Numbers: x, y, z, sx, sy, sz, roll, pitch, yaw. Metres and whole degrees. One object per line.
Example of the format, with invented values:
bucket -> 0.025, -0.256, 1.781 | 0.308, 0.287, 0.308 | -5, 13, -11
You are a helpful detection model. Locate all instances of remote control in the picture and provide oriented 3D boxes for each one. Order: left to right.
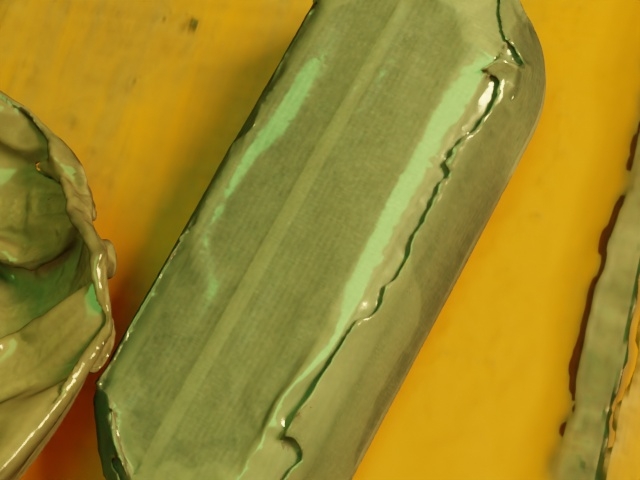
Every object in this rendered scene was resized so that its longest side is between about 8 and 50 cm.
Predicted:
remote control -> 0.000, 0.000, 0.447 | 0.104, 0.052, 0.247 | 24, 80, 24

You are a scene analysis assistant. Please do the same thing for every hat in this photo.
hat -> -0.200, 0.047, 0.474 | 0.244, 0.149, 0.214 | -37, 50, 41
